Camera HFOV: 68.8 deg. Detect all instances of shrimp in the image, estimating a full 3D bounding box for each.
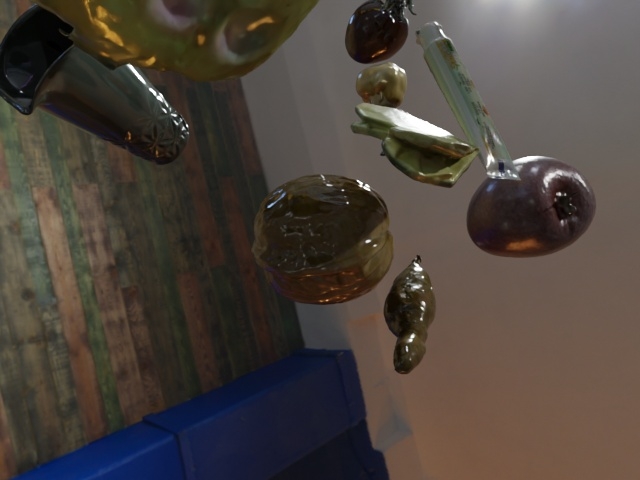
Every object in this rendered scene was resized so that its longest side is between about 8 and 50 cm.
[{"bbox_3d":[0.178,-0.525,1.012,0.082,0.174,0.076,15,-27,9],"label":"shrimp"}]

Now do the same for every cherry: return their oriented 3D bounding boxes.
[{"bbox_3d":[0.459,-0.066,1.055,0.307,0.261,0.221,133,-56,-64],"label":"cherry"}]

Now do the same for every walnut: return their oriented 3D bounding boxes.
[{"bbox_3d":[0.000,0.000,0.692,0.213,0.213,0.213,11,-74,43],"label":"walnut"}]

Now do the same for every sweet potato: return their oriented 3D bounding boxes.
[{"bbox_3d":[0.124,0.107,0.656,0.075,0.269,0.075,6,-64,12],"label":"sweet potato"}]

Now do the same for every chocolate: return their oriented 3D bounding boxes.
[{"bbox_3d":[0.146,-0.547,1.244,0.177,0.177,0.176,11,-74,43],"label":"chocolate"}]

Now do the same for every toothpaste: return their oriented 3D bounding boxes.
[{"bbox_3d":[0.233,-0.230,0.756,0.058,0.056,0.314,-20,-112,6],"label":"toothpaste"}]

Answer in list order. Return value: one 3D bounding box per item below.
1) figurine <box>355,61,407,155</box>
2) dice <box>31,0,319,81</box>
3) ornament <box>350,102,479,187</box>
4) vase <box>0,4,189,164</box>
[{"bbox_3d":[0.140,-0.282,1.013,0.108,0.114,0.196,-1,-80,47],"label":"figurine"},{"bbox_3d":[-0.139,-0.307,0.395,0.254,0.252,0.250,-46,-118,23],"label":"dice"},{"bbox_3d":[0.149,-0.138,0.655,0.201,0.180,0.059,-123,-138,-53],"label":"ornament"},{"bbox_3d":[-0.331,-0.236,0.737,0.156,0.301,0.251,-11,-109,15],"label":"vase"}]
